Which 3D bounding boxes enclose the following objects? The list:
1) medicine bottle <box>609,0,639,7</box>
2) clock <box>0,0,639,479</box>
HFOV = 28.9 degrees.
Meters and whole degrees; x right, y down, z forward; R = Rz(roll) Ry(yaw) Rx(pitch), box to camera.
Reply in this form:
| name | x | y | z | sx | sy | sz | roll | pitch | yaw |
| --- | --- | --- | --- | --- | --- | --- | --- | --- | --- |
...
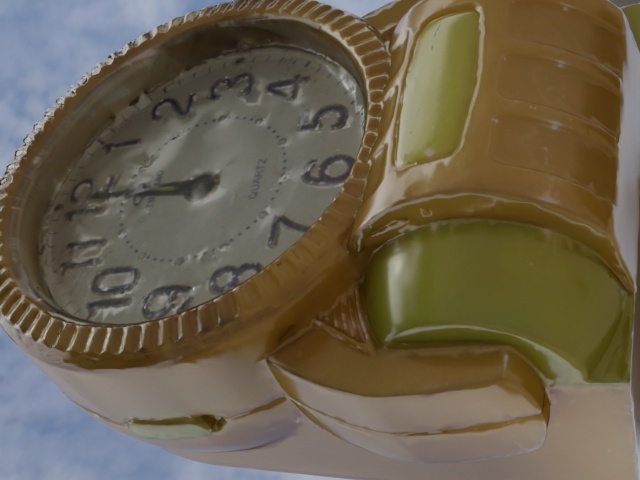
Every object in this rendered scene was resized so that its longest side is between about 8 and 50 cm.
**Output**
| name | x | y | z | sx | sy | sz | roll | pitch | yaw |
| --- | --- | --- | --- | --- | --- | --- | --- | --- | --- |
| medicine bottle | 0.395 | -0.308 | 1.525 | 0.135 | 0.135 | 0.215 | 50 | -151 | -1 |
| clock | 0.000 | 0.000 | 0.606 | 0.200 | 0.317 | 0.244 | 63 | -149 | -44 |
